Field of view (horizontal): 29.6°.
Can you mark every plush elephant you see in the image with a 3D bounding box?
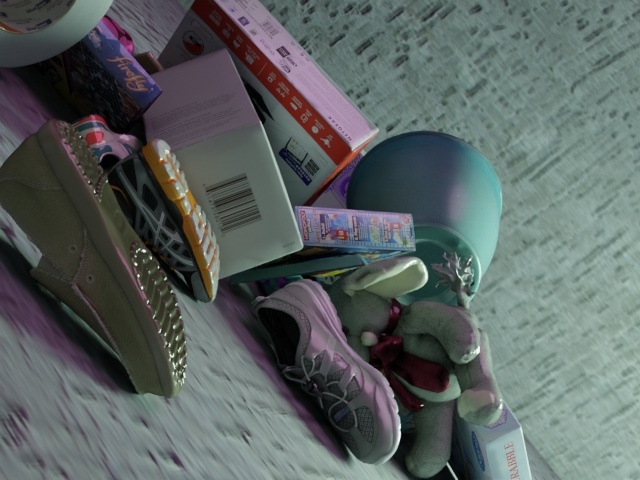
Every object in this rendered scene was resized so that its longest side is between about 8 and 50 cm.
[{"bbox_3d":[0.099,0.148,1.758,0.272,0.256,0.329,126,-30,-61],"label":"plush elephant"}]

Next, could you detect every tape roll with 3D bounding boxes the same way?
[{"bbox_3d":[-0.342,-0.303,1.392,0.072,0.219,0.219,53,7,27],"label":"tape roll"}]

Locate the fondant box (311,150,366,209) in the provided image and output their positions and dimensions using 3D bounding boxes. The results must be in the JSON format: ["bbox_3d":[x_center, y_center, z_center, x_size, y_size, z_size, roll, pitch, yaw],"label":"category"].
[{"bbox_3d":[-0.040,-0.132,2.315,0.330,0.238,0.096,54,7,31],"label":"fondant box"}]

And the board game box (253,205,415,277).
[{"bbox_3d":[0.000,0.000,1.747,0.194,0.194,0.060,9,70,-45],"label":"board game box"}]

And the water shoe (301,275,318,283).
[{"bbox_3d":[-0.068,0.031,2.057,0.080,0.073,0.203,-26,80,-49],"label":"water shoe"}]

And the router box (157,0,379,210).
[{"bbox_3d":[-0.114,-0.193,1.919,0.335,0.301,0.082,47,45,4],"label":"router box"}]

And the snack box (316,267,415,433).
[{"bbox_3d":[0.088,0.163,2.017,0.321,0.060,0.187,66,12,17],"label":"snack box"}]

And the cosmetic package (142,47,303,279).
[{"bbox_3d":[-0.146,-0.114,1.676,0.365,0.155,0.196,-118,-171,-66],"label":"cosmetic package"}]

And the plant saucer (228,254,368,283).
[{"bbox_3d":[-0.031,0.041,1.718,0.067,0.192,0.018,11,70,-80],"label":"plant saucer"}]

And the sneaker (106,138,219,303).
[{"bbox_3d":[-0.184,-0.017,1.468,0.084,0.083,0.214,-89,157,-70],"label":"sneaker"}]

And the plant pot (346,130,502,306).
[{"bbox_3d":[0.170,-0.005,2.007,0.271,0.272,0.255,47,23,-20],"label":"plant pot"}]

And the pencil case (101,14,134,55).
[{"bbox_3d":[-0.393,-0.363,1.948,0.209,0.095,0.098,46,2,-45],"label":"pencil case"}]

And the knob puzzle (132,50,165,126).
[{"bbox_3d":[-0.246,-0.213,1.914,0.213,0.030,0.213,34,-28,21],"label":"knob puzzle"}]

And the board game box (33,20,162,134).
[{"bbox_3d":[-0.325,-0.248,1.591,0.243,0.042,0.165,49,-29,-6],"label":"board game box"}]

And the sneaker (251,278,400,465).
[{"bbox_3d":[-0.002,0.181,1.599,0.115,0.105,0.281,-8,54,-46],"label":"sneaker"}]

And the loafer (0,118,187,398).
[{"bbox_3d":[-0.202,0.026,1.076,0.102,0.092,0.268,-75,141,-77],"label":"loafer"}]

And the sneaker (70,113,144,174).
[{"bbox_3d":[-0.265,-0.102,1.547,0.075,0.057,0.161,70,12,19],"label":"sneaker"}]

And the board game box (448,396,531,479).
[{"bbox_3d":[0.253,0.323,1.969,0.318,0.066,0.318,-120,-169,-53],"label":"board game box"}]

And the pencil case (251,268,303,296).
[{"bbox_3d":[-0.078,0.038,1.884,0.151,0.064,0.070,54,-5,35],"label":"pencil case"}]
